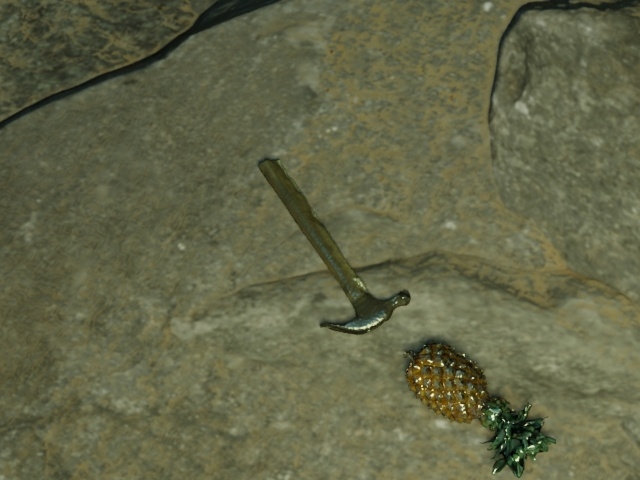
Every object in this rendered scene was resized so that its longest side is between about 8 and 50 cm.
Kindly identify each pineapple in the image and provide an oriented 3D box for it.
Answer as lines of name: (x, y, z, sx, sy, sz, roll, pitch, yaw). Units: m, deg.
pineapple: (0.188, 0.206, 1.682, 0.221, 0.103, 0.083, 38, 116, 21)

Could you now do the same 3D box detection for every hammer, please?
hammer: (0.000, 0.000, 1.832, 0.125, 0.027, 0.297, -31, 67, -4)
